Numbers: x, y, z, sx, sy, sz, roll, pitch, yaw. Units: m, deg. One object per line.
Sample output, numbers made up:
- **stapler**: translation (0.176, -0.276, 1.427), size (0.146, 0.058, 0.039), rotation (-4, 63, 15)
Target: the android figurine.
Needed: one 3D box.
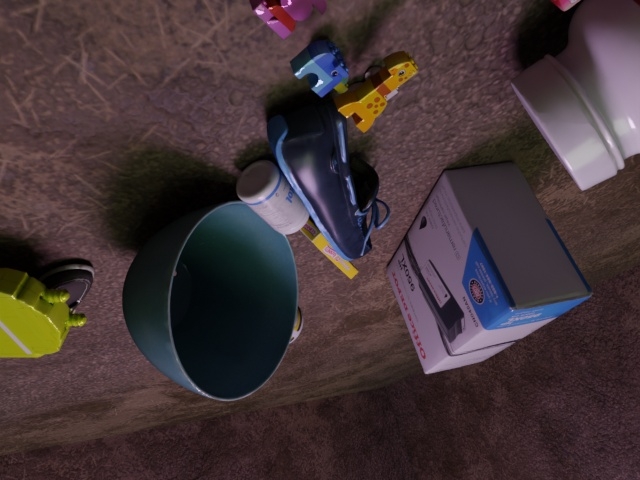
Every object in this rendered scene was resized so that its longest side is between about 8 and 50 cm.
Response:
- **android figurine**: translation (-0.504, 0.107, 0.655), size (0.272, 0.056, 0.248), rotation (-3, 135, 2)

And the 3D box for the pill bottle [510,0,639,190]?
- **pill bottle**: translation (0.442, -0.237, 0.472), size (0.407, 0.229, 0.229), rotation (-34, 148, 28)

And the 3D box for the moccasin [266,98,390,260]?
- **moccasin**: translation (0.041, -0.067, 0.652), size (0.116, 0.138, 0.342), rotation (-26, 152, 7)

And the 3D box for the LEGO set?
- **LEGO set**: translation (0.043, -0.195, 0.471), size (0.093, 0.087, 0.227), rotation (-32, 150, 26)

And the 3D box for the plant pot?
- **plant pot**: translation (-0.194, 0.088, 0.690), size (0.195, 0.291, 0.290), rotation (-2, 161, 29)

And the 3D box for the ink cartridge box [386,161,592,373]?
- **ink cartridge box**: translation (0.303, 0.079, 0.903), size (0.166, 0.286, 0.395), rotation (-8, 150, -14)

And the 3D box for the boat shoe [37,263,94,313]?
- **boat shoe**: translation (-0.468, 0.116, 0.757), size (0.227, 0.069, 0.081), rotation (-33, 148, 27)

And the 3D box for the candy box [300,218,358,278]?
- **candy box**: translation (0.000, 0.000, 0.781), size (0.027, 0.105, 0.206), rotation (-43, 150, 2)

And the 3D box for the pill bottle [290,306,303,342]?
- **pill bottle**: translation (-0.130, 0.168, 0.994), size (0.119, 0.119, 0.208), rotation (-23, 152, 11)

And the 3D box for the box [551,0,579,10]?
- **box**: translation (0.253, -0.328, 0.310), size (0.256, 0.123, 0.128), rotation (-35, 148, 30)

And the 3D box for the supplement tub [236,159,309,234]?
- **supplement tub**: translation (-0.069, -0.063, 0.647), size (0.071, 0.071, 0.107), rotation (-26, 143, 16)
